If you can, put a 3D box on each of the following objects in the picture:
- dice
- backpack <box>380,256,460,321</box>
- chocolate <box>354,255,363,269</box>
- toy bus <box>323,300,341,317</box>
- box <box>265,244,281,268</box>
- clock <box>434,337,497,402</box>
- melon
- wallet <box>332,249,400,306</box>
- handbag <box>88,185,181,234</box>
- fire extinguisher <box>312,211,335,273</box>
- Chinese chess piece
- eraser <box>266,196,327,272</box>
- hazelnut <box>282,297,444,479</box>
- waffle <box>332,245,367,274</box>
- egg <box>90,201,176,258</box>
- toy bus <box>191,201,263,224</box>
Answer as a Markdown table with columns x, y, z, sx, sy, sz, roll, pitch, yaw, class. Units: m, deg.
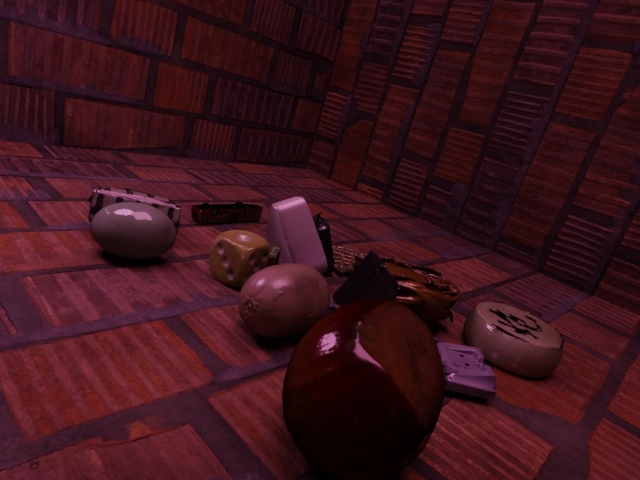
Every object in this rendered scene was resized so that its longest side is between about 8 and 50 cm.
| x | y | z | sx | sy | sz | roll | pitch | yaw | class |
| --- | --- | --- | --- | --- | --- | --- | --- | --- | --- |
| -0.296 | 0.067 | 1.622 | 0.166 | 0.169 | 0.169 | 25 | 20 | 27 | dice |
| 0.346 | 0.205 | 1.710 | 0.379 | 0.201 | 0.353 | 16 | 16 | 9 | backpack |
| 0.185 | 0.142 | 1.947 | 0.086 | 0.028 | 0.182 | 24 | 36 | -20 | chocolate |
| 0.003 | 0.235 | 1.558 | 0.191 | 0.064 | 0.075 | 23 | 7 | 21 | toy bus |
| -0.176 | 0.124 | 1.512 | 0.030 | 0.193 | 0.121 | 14 | 18 | 1 | box |
| 0.431 | 0.396 | 1.397 | 0.187 | 0.083 | 0.253 | 15 | 17 | -5 | clock |
| -0.108 | 0.182 | 1.350 | 0.223 | 0.222 | 0.317 | 28 | 21 | 34 | melon |
| 0.159 | 0.184 | 1.567 | 0.041 | 0.247 | 0.323 | 36 | 9 | -25 | wallet |
| -0.760 | -0.126 | 1.789 | 0.326 | 0.162 | 0.327 | 10 | 3 | -29 | handbag |
| 0.000 | 0.000 | 1.870 | 0.093 | 0.294 | 0.118 | -30 | 34 | -35 | fire extinguisher |
| 0.720 | 0.361 | 1.652 | 0.350 | 0.146 | 0.349 | 14 | 17 | -4 | Chinese chess piece |
| -0.099 | 0.022 | 1.812 | 0.150 | 0.330 | 0.331 | -17 | 31 | -22 | eraser |
| 0.097 | 0.322 | 0.969 | 0.359 | 0.358 | 0.410 | 26 | 25 | 29 | hazelnut |
| 0.122 | 0.090 | 2.101 | 0.310 | 0.056 | 0.292 | 0 | 24 | -37 | waffle |
| -0.659 | -0.034 | 1.558 | 0.283 | 0.202 | 0.203 | 13 | 18 | -19 | egg |
| -0.467 | -0.142 | 2.233 | 0.093 | 0.092 | 0.409 | 26 | 20 | 35 | toy bus |
